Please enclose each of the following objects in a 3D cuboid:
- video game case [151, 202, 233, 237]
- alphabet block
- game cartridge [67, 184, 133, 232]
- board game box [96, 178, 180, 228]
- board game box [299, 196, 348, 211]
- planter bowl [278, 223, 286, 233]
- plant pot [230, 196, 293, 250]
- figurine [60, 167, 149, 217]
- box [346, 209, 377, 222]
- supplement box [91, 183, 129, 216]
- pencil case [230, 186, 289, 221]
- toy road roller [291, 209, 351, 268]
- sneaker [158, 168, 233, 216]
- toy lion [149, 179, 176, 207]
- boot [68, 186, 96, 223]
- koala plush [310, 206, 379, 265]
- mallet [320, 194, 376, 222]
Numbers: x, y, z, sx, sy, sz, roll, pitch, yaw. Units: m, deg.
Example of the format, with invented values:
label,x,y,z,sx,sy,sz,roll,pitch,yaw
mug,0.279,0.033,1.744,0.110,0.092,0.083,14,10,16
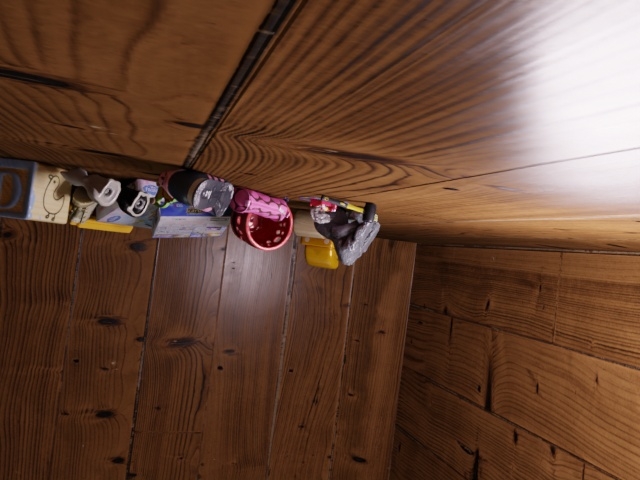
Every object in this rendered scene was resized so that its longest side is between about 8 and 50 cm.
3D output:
label,x,y,z,sx,sy,sz,roll,pitch,yaw
video game case,-0.486,-0.075,2.036,0.269,0.061,0.244,-1,162,-25
alphabet block,-0.963,-0.160,1.767,0.193,0.193,0.197,9,180,10
game cartridge,-0.950,-0.147,2.158,0.323,0.053,0.285,37,-168,24
board game box,-0.621,-0.125,2.031,0.318,0.066,0.318,-20,161,39
board game box,0.011,-0.117,1.804,0.168,0.033,0.133,7,179,-15
planter bowl,-0.213,-0.088,2.584,0.162,0.109,0.162,6,179,0
plant pot,-0.223,-0.066,1.940,0.191,0.191,0.174,8,-178,-37
figurine,-0.702,-0.166,1.741,0.209,0.092,0.215,23,178,27
box,0.106,-0.096,2.106,0.207,0.036,0.114,6,178,29
supplement box,-0.803,-0.156,2.105,0.239,0.130,0.073,9,-151,-50
pencil case,-0.195,-0.116,1.750,0.098,0.095,0.209,38,-163,33
toy road roller,0.000,0.000,2.381,0.202,0.241,0.329,6,178,24
sneaker,-0.338,-0.144,1.504,0.131,0.112,0.319,24,178,7
toy lion,-0.511,-0.152,1.789,0.096,0.100,0.034,27,-175,24
boot,-0.822,-0.122,1.867,0.077,0.165,0.213,35,-161,-15
koala plush,0.066,-0.042,1.937,0.221,0.203,0.196,30,172,19
mallet,0.091,-0.114,1.664,0.189,0.062,0.039,23,171,-22
